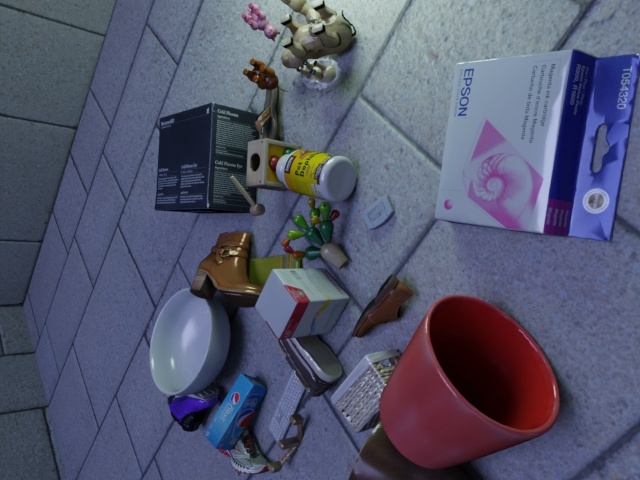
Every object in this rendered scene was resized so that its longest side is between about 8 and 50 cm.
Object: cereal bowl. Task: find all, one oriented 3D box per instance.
[{"bbox_3d":[-0.400,0.329,1.726,0.339,0.141,0.339,-17,64,39],"label":"cereal bowl"}]

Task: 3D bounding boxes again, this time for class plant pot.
[{"bbox_3d":[0.202,0.493,1.066,0.230,0.215,0.215,23,105,31],"label":"plant pot"},{"bbox_3d":[0.249,0.279,0.991,0.275,0.275,0.243,60,138,31],"label":"plant pot"}]

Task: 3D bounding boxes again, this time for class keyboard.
[{"bbox_3d":[-0.088,0.450,1.498,0.072,0.014,0.256,40,115,41],"label":"keyboard"}]

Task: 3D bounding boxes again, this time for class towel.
[{"bbox_3d":[-0.134,0.095,1.569,0.237,0.021,0.102,-9,76,47],"label":"towel"}]

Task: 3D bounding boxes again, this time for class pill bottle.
[{"bbox_3d":[-0.018,-0.171,1.387,0.215,0.117,0.117,18,101,46],"label":"pill bottle"}]

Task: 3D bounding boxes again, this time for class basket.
[{"bbox_3d":[0.123,0.339,1.208,0.103,0.113,0.167,53,124,32],"label":"basket"}]

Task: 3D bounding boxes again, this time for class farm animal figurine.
[{"bbox_3d":[-0.049,-0.541,1.424,0.326,0.172,0.330,10,87,35],"label":"farm animal figurine"}]

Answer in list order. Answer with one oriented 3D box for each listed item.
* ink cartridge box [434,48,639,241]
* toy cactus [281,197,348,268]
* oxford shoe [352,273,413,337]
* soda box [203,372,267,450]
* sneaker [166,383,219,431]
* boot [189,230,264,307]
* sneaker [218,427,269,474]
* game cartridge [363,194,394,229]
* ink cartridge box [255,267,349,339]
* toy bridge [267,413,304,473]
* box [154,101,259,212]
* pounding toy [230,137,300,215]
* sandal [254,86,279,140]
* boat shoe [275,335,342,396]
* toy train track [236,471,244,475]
[{"bbox_3d":[0.381,-0.178,0.998,0.330,0.071,0.324,11,95,48],"label":"ink cartridge box"},{"bbox_3d":[0.000,0.000,1.384,0.180,0.112,0.219,45,123,14],"label":"toy cactus"},{"bbox_3d":[0.139,0.171,1.239,0.076,0.076,0.212,34,131,0],"label":"oxford shoe"},{"bbox_3d":[-0.249,0.502,1.574,0.071,0.067,0.210,27,85,43],"label":"soda box"},{"bbox_3d":[-0.417,0.563,1.792,0.293,0.102,0.146,-17,80,50],"label":"sneaker"},{"bbox_3d":[-0.245,0.081,1.617,0.283,0.109,0.220,1,56,36],"label":"boot"},{"bbox_3d":[-0.230,0.612,1.588,0.225,0.088,0.093,21,95,42],"label":"sneaker"},{"bbox_3d":[0.140,-0.064,1.286,0.083,0.017,0.056,-39,57,38],"label":"game cartridge"},{"bbox_3d":[-0.045,0.156,1.353,0.128,0.176,0.127,48,124,38],"label":"ink cartridge box"},{"bbox_3d":[-0.084,0.548,1.451,0.026,0.063,0.188,38,113,42],"label":"toy bridge"},{"bbox_3d":[-0.367,-0.247,1.722,0.343,0.179,0.313,3,91,47],"label":"box"},{"bbox_3d":[-0.149,-0.171,1.480,0.094,0.181,0.206,1,88,47],"label":"pounding toy"},{"bbox_3d":[-0.162,-0.365,1.583,0.090,0.060,0.219,6,92,62],"label":"sandal"},{"bbox_3d":[-0.068,0.259,1.419,0.324,0.116,0.097,51,120,29],"label":"boat shoe"},{"bbox_3d":[-0.247,0.690,1.652,0.048,0.014,0.083,36,113,42],"label":"toy train track"}]
